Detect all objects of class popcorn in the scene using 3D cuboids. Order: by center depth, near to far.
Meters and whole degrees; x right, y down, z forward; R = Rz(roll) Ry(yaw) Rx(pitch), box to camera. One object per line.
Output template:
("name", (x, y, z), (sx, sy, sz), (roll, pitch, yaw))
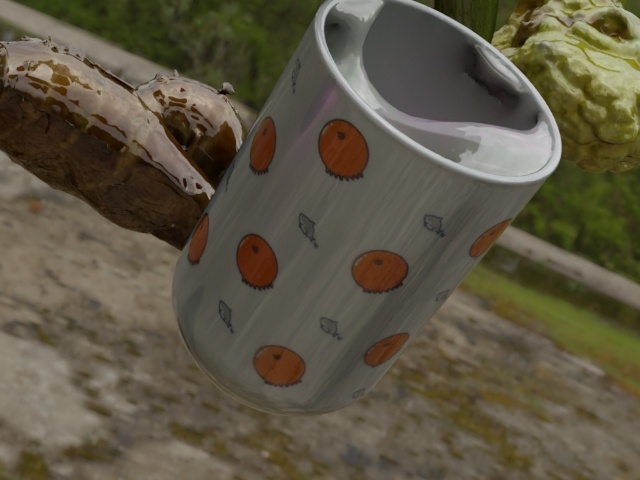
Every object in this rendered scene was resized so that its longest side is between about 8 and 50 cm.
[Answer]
("popcorn", (0.319, -0.214, 1.655), (0.225, 0.174, 0.286), (-6, 59, -33))

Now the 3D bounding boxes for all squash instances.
("squash", (0.140, -0.247, 1.349), (0.080, 0.318, 0.071), (-1, 57, 1))

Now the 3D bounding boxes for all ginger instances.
("ginger", (-0.255, -0.145, 1.694), (0.418, 0.176, 0.254), (28, 49, -19))

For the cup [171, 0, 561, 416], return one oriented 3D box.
("cup", (0.016, -0.012, 1.078), (0.212, 0.317, 0.212), (23, 36, -17))
